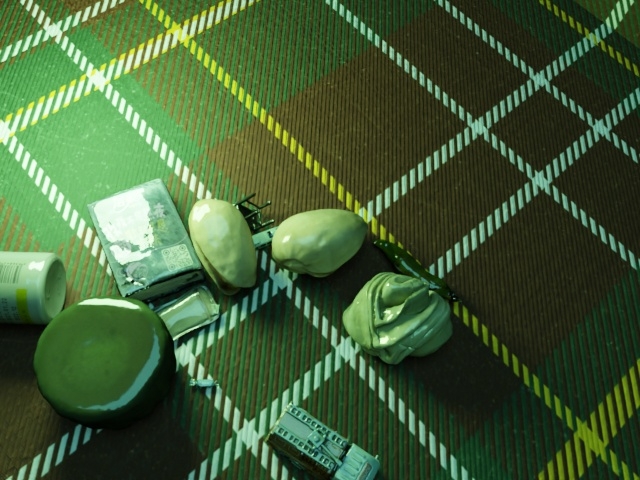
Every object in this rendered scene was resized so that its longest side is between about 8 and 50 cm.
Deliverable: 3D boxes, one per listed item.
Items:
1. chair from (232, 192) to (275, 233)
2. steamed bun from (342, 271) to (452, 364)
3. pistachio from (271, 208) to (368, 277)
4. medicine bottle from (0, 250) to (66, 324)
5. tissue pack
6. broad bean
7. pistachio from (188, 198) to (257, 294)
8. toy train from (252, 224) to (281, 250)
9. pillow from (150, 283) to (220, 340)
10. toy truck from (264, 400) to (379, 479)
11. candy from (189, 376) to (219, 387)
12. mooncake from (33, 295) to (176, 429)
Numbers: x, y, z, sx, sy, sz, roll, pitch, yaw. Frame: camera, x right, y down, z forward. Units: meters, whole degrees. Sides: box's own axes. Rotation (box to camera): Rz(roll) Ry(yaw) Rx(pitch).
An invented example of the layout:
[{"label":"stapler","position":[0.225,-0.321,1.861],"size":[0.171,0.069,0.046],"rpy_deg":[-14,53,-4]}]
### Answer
[{"label":"chair","position":[-0.266,-0.068,1.943],"size":[0.213,0.101,0.084],"rpy_deg":[-24,61,24]},{"label":"steamed bun","position":[0.241,0.223,1.765],"size":[0.289,0.203,0.276],"rpy_deg":[41,67,13]},{"label":"pistachio","position":[0.000,0.000,1.861],"size":[0.318,0.193,0.213],"rpy_deg":[-24,79,-28]},{"label":"medicine bottle","position":[-0.924,0.132,1.697],"size":[0.340,0.208,0.208],"rpy_deg":[2,63,-4]},{"label":"tissue pack","position":[-0.539,0.001,1.854],"size":[0.260,0.122,0.361],"rpy_deg":[-22,66,-17]},{"label":"broad bean","position":[0.302,0.103,1.910],"size":[0.339,0.061,0.077],"rpy_deg":[40,59,13]},{"label":"pistachio","position":[-0.295,0.015,1.802],"size":[0.188,0.187,0.299],"rpy_deg":[-22,88,-15]},{"label":"toy train","position":[-0.177,-0.005,1.927],"size":[0.208,0.047,0.043],"rpy_deg":[-22,66,-17]},{"label":"pillow","position":[-0.420,0.227,1.792],"size":[0.233,0.038,0.130],"rpy_deg":[-29,72,-15]},{"label":"toy truck","position":[0.010,0.560,1.597],"size":[0.306,0.162,0.136],"rpy_deg":[31,65,10]},{"label":"candy","position":[-0.333,0.407,1.720],"size":[0.083,0.020,0.030],"rpy_deg":[2,65,-5]},{"label":"mooncake","position":[-0.575,0.330,1.637],"size":[0.357,0.194,0.356],"rpy_deg":[2,65,-4]}]
